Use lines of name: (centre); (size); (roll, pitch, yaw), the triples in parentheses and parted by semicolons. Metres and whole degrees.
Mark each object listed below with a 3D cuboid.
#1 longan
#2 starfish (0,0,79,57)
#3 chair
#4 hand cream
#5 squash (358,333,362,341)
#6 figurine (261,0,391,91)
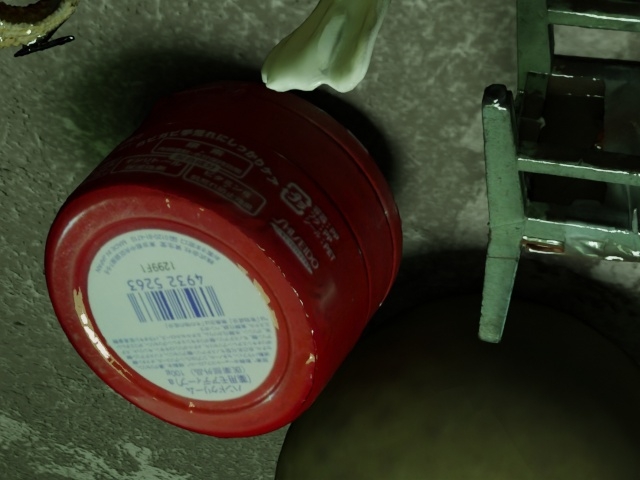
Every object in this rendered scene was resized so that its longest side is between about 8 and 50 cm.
longan: (0.121, 0.189, 1.230); (0.319, 0.319, 0.319); (10, 148, 6)
starfish: (-0.284, -0.192, 0.963); (0.303, 0.113, 0.312); (35, 152, -27)
chair: (0.180, -0.046, 0.989); (0.147, 0.136, 0.270); (8, 147, 12)
hand cream: (-0.068, 0.014, 1.104); (0.230, 0.149, 0.230); (14, 127, 20)
squash: (-0.094, 0.072, 1.362); (0.252, 0.049, 0.252); (10, 149, 6)
figurine: (0.018, -0.181, 0.750); (0.227, 0.274, 0.394); (38, 159, -29)
